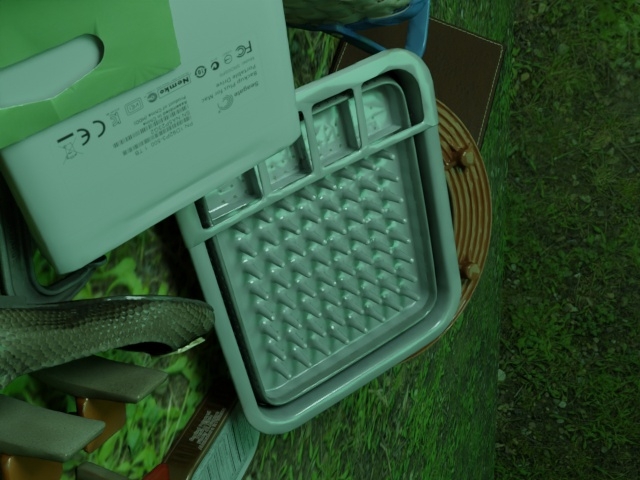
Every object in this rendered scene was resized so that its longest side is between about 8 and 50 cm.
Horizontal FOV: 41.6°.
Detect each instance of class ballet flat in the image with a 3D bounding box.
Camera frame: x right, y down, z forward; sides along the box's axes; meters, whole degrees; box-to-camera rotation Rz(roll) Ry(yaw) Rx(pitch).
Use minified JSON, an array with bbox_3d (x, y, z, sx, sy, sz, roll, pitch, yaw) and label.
[{"bbox_3d":[-0.156,0.067,0.553,0.250,0.084,0.058,7,71,-62],"label":"ballet flat"}]

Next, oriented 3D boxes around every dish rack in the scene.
[{"bbox_3d":[0.000,0.000,0.829,0.285,0.072,0.333,-29,122,-25],"label":"dish rack"}]

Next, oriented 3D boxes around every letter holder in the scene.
[{"bbox_3d":[0.090,-0.137,1.122,0.152,0.214,0.302,140,-32,-72],"label":"letter holder"}]

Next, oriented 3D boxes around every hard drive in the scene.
[{"bbox_3d":[-0.115,-0.140,0.484,0.203,0.040,0.307,-33,140,-22],"label":"hard drive"}]

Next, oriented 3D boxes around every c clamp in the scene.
[{"bbox_3d":[-0.177,-0.030,0.589,0.137,0.022,0.160,-30,125,-64],"label":"c clamp"}]

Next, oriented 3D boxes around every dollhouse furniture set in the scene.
[{"bbox_3d":[-0.167,0.240,0.544,0.259,0.135,0.262,-37,131,-63],"label":"dollhouse furniture set"}]

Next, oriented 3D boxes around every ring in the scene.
[{"bbox_3d":[0.069,-0.009,0.953,0.337,0.032,0.336,-5,101,-28],"label":"ring"}]

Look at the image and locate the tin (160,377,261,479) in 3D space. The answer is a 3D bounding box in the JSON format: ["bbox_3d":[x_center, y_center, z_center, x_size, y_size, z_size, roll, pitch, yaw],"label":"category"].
[{"bbox_3d":[-0.108,0.221,0.841,0.189,0.040,0.106,-58,152,-49],"label":"tin"}]

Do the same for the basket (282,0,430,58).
[{"bbox_3d":[0.037,-0.309,0.809,0.289,0.201,0.254,-7,103,-59],"label":"basket"}]

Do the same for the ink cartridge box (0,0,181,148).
[{"bbox_3d":[-0.140,-0.140,0.381,0.171,0.056,0.235,-32,138,-25],"label":"ink cartridge box"}]
